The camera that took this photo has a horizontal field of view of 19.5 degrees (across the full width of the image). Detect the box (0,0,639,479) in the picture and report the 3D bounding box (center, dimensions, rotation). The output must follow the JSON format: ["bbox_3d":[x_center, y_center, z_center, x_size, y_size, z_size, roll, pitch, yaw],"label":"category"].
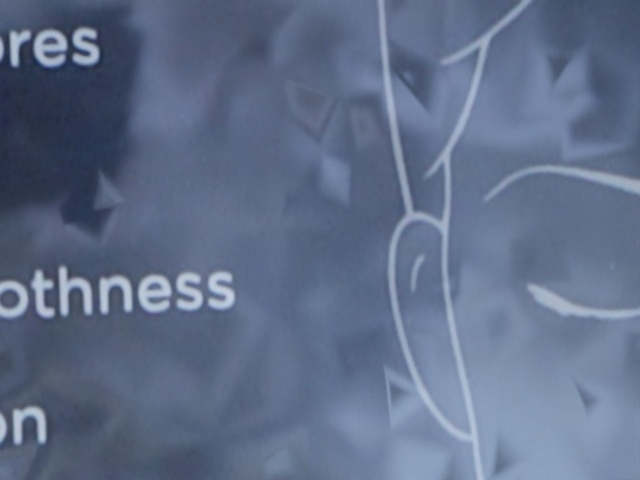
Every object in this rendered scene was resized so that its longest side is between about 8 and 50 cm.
[{"bbox_3d":[0.000,0.000,0.573,0.480,0.297,0.471,-2,86,-9],"label":"box"}]
